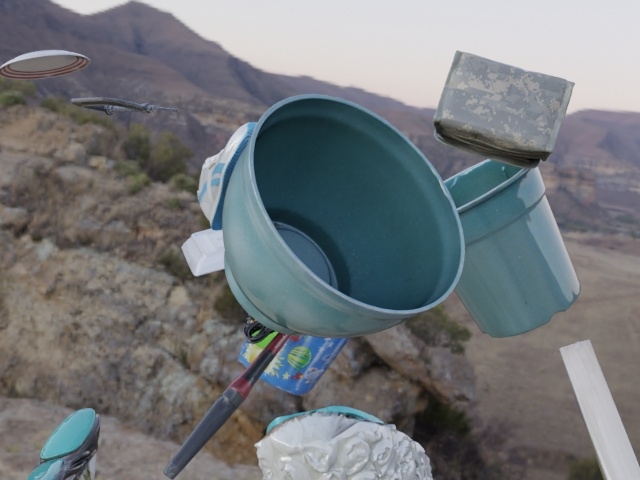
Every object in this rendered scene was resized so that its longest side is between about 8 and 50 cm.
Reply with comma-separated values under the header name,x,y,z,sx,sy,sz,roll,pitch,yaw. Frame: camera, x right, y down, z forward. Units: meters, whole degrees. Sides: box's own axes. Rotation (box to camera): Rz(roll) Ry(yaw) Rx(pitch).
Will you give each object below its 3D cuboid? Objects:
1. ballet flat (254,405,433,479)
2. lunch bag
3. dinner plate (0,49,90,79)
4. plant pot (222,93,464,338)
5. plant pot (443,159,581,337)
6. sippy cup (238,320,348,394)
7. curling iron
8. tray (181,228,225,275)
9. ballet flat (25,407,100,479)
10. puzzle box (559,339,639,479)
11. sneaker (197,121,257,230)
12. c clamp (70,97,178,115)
name,x,y,z,sx,sy,sz,roll,pitch,yaw
ballet flat,0.063,0.286,0.781,0.146,0.147,0.409,12,-23,28
lunch bag,0.356,-0.249,1.563,0.235,0.169,0.287,18,2,10
dinner plate,-0.434,-0.277,1.221,0.141,0.017,0.141,-11,0,0
plant pot,0.000,0.000,0.948,0.293,0.293,0.196,2,-32,-36
plant pot,0.408,0.017,1.777,0.341,0.334,0.341,-29,10,5
sippy cup,-0.049,0.186,1.604,0.305,0.224,0.240,27,1,-36
curling iron,-0.124,0.199,1.049,0.068,0.274,0.035,23,-24,20
tray,-0.182,0.007,1.454,0.145,0.030,0.270,-15,14,-12
ballet flat,-0.442,0.398,1.336,0.095,0.096,0.280,-13,16,9
puzzle box,0.478,0.390,1.218,0.052,0.409,0.272,-20,-38,13
sneaker,-0.162,-0.123,1.359,0.087,0.229,0.092,-10,54,-39
c clamp,-0.361,-0.238,1.400,0.160,0.022,0.137,7,3,32
